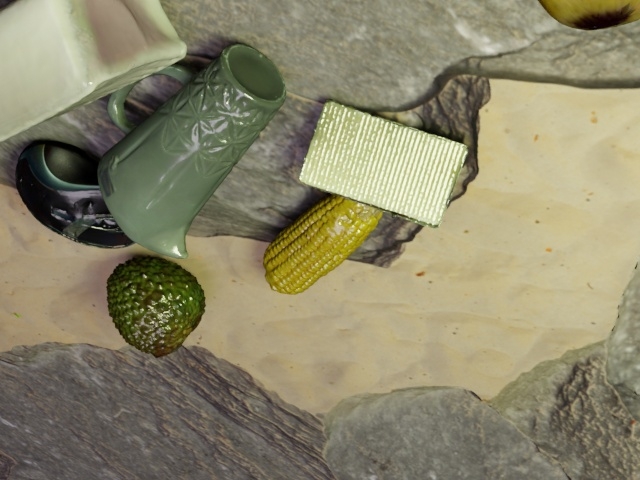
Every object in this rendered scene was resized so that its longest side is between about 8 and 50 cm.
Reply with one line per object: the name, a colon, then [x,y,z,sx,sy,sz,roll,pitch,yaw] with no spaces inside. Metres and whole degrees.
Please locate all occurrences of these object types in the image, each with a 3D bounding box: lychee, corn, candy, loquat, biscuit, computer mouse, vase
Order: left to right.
candy: [-0.371,-0.227,1.287,0.359,0.208,0.145,-15,105,35]
computer mouse: [-0.374,-0.064,1.532,0.233,0.096,0.137,20,136,7]
lychee: [-0.271,0.099,1.607,0.171,0.171,0.171,12,135,12]
vase: [-0.180,-0.145,1.354,0.301,0.156,0.251,-39,83,37]
corn: [0.000,0.000,1.435,0.097,0.097,0.262,38,133,-14]
biscuit: [0.082,-0.100,1.306,0.200,0.040,0.121,20,99,5]
loquat: [0.284,-0.287,1.011,0.163,0.137,0.163,29,149,19]
